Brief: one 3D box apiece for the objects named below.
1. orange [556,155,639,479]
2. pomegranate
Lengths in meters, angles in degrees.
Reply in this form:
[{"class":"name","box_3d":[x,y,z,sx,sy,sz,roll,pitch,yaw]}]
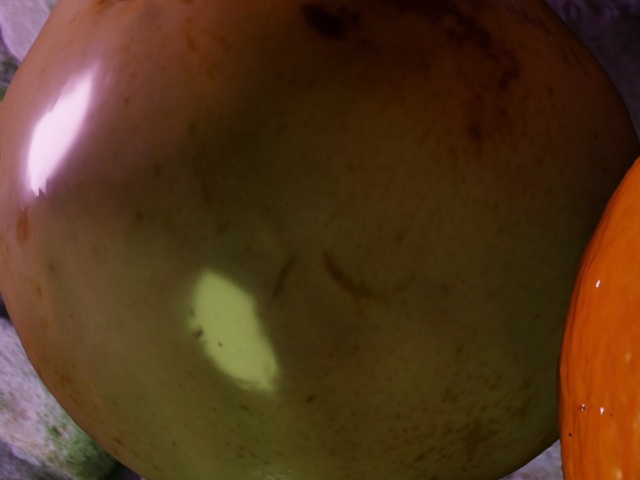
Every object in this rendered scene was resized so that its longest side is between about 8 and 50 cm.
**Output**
[{"class":"orange","box_3d":[0.294,0.080,0.664,0.423,0.326,0.424,7,168,1]},{"class":"pomegranate","box_3d":[0.000,0.000,0.871,0.319,0.319,0.319,19,143,15]}]
